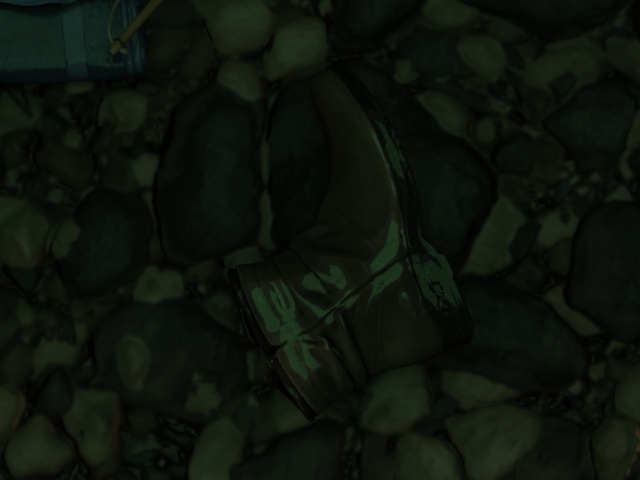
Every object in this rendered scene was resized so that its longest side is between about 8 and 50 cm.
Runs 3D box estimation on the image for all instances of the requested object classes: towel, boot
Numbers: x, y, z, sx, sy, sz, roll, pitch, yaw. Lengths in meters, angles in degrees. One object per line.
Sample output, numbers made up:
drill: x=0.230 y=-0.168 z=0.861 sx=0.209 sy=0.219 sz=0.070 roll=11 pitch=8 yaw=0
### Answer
towel: x=-0.192 y=-0.152 z=1.095 sx=0.119 sy=0.029 sz=0.067 roll=-4 pitch=85 yaw=-9
boot: x=0.000 y=0.000 z=1.084 sx=0.161 sy=0.083 sz=0.246 roll=-22 pitch=86 yaw=-4

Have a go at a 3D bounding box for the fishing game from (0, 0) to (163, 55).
fishing game: x=-0.215 y=-0.257 z=1.095 sx=0.264 sy=0.041 sz=0.189 roll=36 pitch=75 yaw=5
